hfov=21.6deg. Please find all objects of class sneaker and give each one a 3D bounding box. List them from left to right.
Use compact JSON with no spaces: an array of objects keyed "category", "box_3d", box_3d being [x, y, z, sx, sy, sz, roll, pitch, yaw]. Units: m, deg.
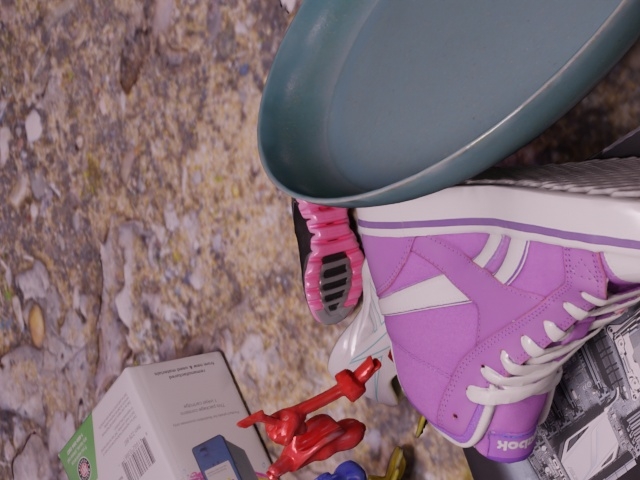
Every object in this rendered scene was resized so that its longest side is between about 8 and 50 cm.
[{"category":"sneaker","box_3d":[0.000,0.000,1.195,0.057,0.047,0.119,180,85,-70]},{"category":"sneaker","box_3d":[0.055,0.045,1.128,0.061,0.053,0.152,33,125,25]},{"category":"sneaker","box_3d":[0.126,0.040,0.882,0.282,0.102,0.161,0,99,62]}]

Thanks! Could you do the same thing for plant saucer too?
[{"category":"plant saucer","box_3d":[0.092,-0.139,0.923,0.317,0.043,0.318,-36,30,25]}]

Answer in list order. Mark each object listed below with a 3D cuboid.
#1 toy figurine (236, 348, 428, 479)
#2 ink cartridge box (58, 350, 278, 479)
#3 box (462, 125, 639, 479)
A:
[{"category":"toy figurine","box_3d":[0.036,0.268,1.088,0.217,0.191,0.362,45,131,29]},{"category":"ink cartridge box","box_3d":[-0.105,0.218,1.318,0.154,0.093,0.212,-49,58,44]},{"category":"box","box_3d":[0.191,0.113,0.944,0.242,0.076,0.307,-35,69,48]}]
